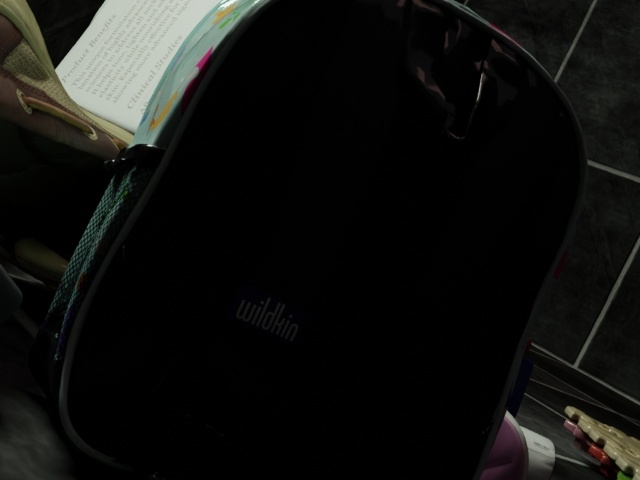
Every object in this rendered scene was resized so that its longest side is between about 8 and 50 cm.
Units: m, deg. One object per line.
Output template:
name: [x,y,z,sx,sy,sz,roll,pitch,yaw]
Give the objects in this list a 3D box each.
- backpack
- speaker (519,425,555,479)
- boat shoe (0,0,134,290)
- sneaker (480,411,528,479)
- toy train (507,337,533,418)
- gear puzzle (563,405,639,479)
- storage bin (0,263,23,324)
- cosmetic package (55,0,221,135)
backpack: [0.000,0.000,0.550,0.225,0.253,0.191,24,4,-20]
speaker: [0.101,0.145,0.812,0.136,0.055,0.055,25,3,-12]
boat shoe: [-0.155,-0.018,0.659,0.123,0.123,0.342,61,-5,29]
sneaker: [0.031,0.102,0.708,0.236,0.095,0.104,33,-1,25]
toy train: [0.070,0.096,1.039,0.248,0.105,0.143,24,-7,-35]
gear puzzle: [0.351,0.263,1.082,0.175,0.044,0.339,27,6,-9]
storage bin: [-0.201,0.003,0.493,0.135,0.098,0.091,29,-24,45]
cosmetic package: [-0.104,-0.201,1.571,0.393,0.329,0.327,25,-15,41]
